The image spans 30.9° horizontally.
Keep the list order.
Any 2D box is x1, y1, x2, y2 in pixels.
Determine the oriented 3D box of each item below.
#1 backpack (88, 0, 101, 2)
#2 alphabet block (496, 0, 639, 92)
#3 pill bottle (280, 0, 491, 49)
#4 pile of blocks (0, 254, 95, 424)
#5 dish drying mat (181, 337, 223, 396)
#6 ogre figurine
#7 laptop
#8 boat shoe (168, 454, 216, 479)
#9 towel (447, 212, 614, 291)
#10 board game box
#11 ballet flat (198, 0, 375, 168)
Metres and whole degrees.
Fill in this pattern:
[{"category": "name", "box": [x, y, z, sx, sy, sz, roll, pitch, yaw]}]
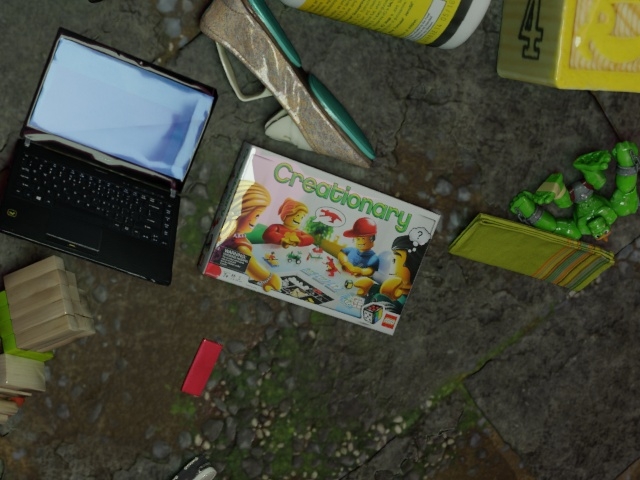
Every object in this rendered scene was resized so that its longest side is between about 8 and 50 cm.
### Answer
[{"category": "backpack", "box": [-0.277, -0.489, 1.335, 0.273, 0.290, 0.355, 44, 109, 7]}, {"category": "alphabet block", "box": [0.377, -0.310, 1.622, 0.192, 0.197, 0.193, -1, 103, -17]}, {"category": "pill bottle", "box": [0.050, -0.377, 1.513, 0.334, 0.188, 0.188, 12, 99, -19]}, {"category": "pile of blocks", "box": [-0.437, 0.173, 1.557, 0.362, 0.149, 0.112, -45, 154, 7]}, {"category": "dish drying mat", "box": [-0.172, 0.183, 1.674, 0.032, 0.008, 0.083, 23, 94, -21]}, {"category": "ogre figurine", "box": [0.399, -0.062, 1.738, 0.197, 0.097, 0.118, -39, 118, 2]}, {"category": "laptop", "box": [-0.269, -0.108, 1.508, 0.234, 0.264, 0.136, 20, 133, -19]}, {"category": "boat shoe", "box": [-0.210, 0.363, 1.688, 0.125, 0.038, 0.046, -42, 152, 2]}, {"category": "towel", "box": [0.318, 0.022, 1.745, 0.237, 0.021, 0.102, 16, 139, -19]}, {"category": "board game box", "box": [0.000, 0.000, 1.658, 0.305, 0.053, 0.193, 19, 96, -20]}, {"category": "ballet flat", "box": [-0.052, -0.205, 1.584, 0.106, 0.107, 0.316, -34, 105, 15]}]
